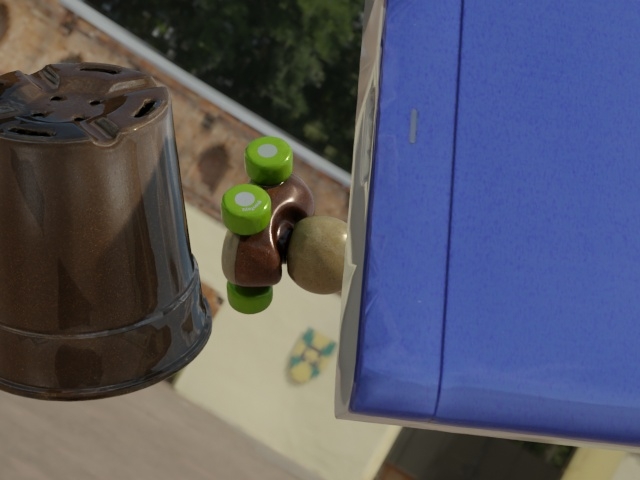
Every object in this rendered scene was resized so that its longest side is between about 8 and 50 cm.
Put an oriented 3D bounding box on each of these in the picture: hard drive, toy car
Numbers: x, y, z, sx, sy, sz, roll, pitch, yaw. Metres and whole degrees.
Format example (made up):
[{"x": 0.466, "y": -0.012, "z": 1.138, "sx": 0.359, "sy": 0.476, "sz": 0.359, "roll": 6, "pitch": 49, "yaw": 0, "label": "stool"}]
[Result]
[{"x": 0.171, "y": -0.017, "z": 0.484, "sx": 0.318, "sy": 0.210, "sz": 0.040, "roll": 8, "pitch": -15, "yaw": -11, "label": "hard drive"}, {"x": 0.000, "y": 0.000, "z": 1.273, "sx": 0.188, "sy": 0.149, "sz": 0.155, "roll": 13, "pitch": -41, "yaw": 11, "label": "toy car"}]

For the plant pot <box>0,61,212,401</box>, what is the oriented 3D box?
[{"x": -0.152, "y": -0.014, "z": 0.755, "sx": 0.166, "sy": 0.165, "sz": 0.167, "roll": 2, "pitch": 30, "yaw": -1, "label": "plant pot"}]
